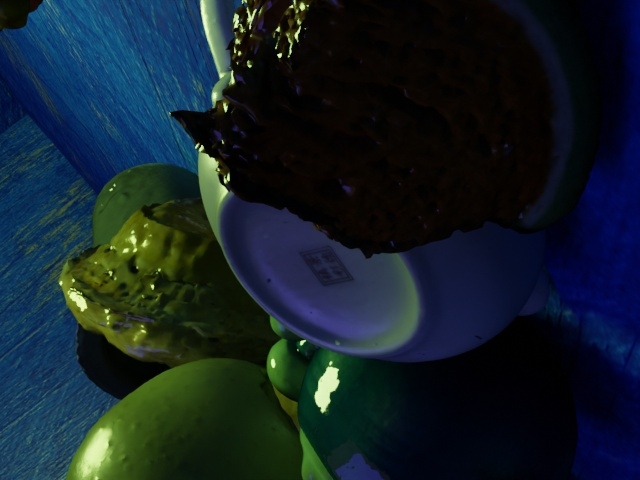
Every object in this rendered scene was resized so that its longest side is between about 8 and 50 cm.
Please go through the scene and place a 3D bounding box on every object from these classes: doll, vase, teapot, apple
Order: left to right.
[{"bbox_3d":[-0.214,0.040,1.564,0.245,0.245,0.291,59,-173,-39],"label":"vase"},{"bbox_3d":[-0.085,0.239,1.009,0.279,0.279,0.279,48,169,12],"label":"apple"},{"bbox_3d":[0.025,-0.043,0.681,0.208,0.166,0.299,-1,119,55],"label":"teapot"},{"bbox_3d":[0.070,0.114,0.875,0.199,0.186,0.322,19,-164,-27],"label":"doll"}]

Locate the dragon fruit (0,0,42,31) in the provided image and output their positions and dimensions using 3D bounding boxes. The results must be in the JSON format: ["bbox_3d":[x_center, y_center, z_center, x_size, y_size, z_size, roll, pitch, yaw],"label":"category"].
[{"bbox_3d":[-0.263,-0.300,0.829,0.227,0.243,0.307,-107,28,-54],"label":"dragon fruit"}]

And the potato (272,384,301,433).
[{"bbox_3d":[-0.050,0.163,1.369,0.300,0.172,0.140,-4,154,32],"label":"potato"}]

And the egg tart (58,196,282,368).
[{"bbox_3d":[-0.107,0.035,1.230,0.341,0.341,0.129,34,119,57],"label":"egg tart"}]

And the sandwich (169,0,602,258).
[{"bbox_3d":[0.042,-0.072,0.503,0.235,0.159,0.079,27,-146,-47],"label":"sandwich"}]
